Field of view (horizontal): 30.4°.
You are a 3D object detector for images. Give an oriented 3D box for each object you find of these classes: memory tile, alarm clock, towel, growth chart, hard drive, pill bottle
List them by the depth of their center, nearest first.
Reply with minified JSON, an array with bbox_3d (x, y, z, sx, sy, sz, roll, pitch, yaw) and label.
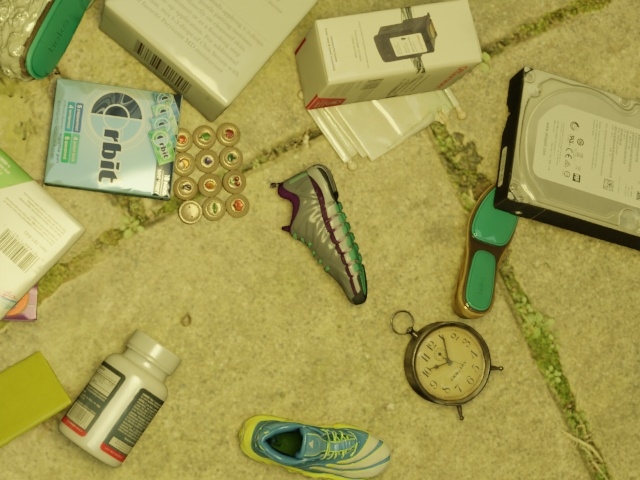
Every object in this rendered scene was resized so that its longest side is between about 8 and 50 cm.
[{"bbox_3d":[-0.476,0.257,1.664,0.237,0.021,0.102,-32,65,-13],"label":"towel"},{"bbox_3d":[-0.283,0.224,1.691,0.108,0.108,0.180,37,79,-9],"label":"pill bottle"},{"bbox_3d":[-0.169,-0.102,1.784,0.113,0.012,0.148,-7,89,-14],"label":"memory tile"},{"bbox_3d":[0.181,0.177,1.828,0.192,0.064,0.129,43,79,-10],"label":"alarm clock"},{"bbox_3d":[0.097,-0.220,1.851,0.237,0.021,0.172,-28,93,-13],"label":"growth chart"},{"bbox_3d":[0.452,-0.121,1.882,0.338,0.064,0.237,16,70,-14],"label":"hard drive"}]

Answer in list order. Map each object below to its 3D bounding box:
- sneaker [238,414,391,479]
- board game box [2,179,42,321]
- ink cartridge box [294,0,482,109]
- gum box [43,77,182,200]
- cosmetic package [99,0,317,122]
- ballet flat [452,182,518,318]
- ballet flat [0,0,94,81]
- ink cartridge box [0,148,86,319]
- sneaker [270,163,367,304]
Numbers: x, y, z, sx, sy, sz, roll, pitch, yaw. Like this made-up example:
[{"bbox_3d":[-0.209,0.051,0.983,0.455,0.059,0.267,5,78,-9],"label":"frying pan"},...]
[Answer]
[{"bbox_3d":[0.001,0.315,1.744,0.240,0.126,0.091,9,85,-13],"label":"sneaker"},{"bbox_3d":[-0.574,0.008,1.665,0.346,0.056,0.208,2,91,-14],"label":"board game box"},{"bbox_3d":[0.098,-0.275,1.756,0.237,0.172,0.100,-10,86,-13],"label":"ink cartridge box"},{"bbox_3d":[-0.304,-0.148,1.734,0.184,0.041,0.157,7,85,-10],"label":"gum box"},{"bbox_3d":[-0.095,-0.423,1.743,0.230,0.161,0.453,41,79,-8],"label":"cosmetic package"},{"bbox_3d":[0.251,0.016,1.848,0.080,0.073,0.232,24,68,-9],"label":"ballet flat"},{"bbox_3d":[-0.361,-0.419,1.701,0.147,0.147,0.409,36,79,-9],"label":"ballet flat"},{"bbox_3d":[-0.489,0.019,1.601,0.201,0.117,0.278,44,78,-8],"label":"ink cartridge box"},{"bbox_3d":[0.000,0.000,1.800,0.098,0.083,0.224,-19,90,10],"label":"sneaker"}]
